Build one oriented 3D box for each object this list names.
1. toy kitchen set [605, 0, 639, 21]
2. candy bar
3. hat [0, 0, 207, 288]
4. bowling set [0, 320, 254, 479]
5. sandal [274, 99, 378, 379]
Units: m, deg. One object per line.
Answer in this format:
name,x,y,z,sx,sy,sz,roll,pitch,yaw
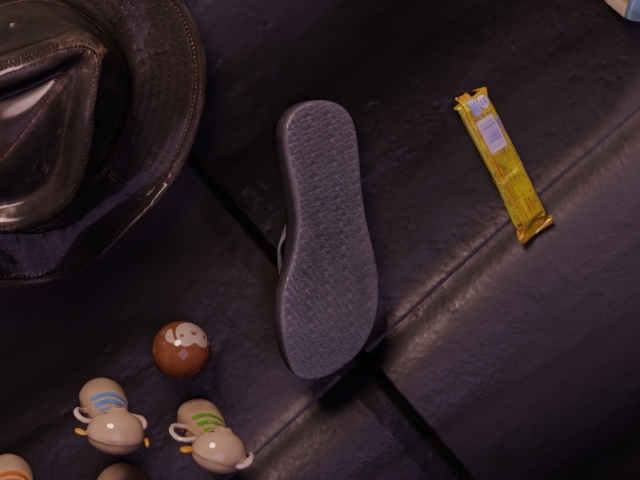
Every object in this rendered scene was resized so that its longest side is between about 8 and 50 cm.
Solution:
toy kitchen set,0.233,-0.287,1.283,0.207,0.122,0.166,9,107,-12
candy bar,0.173,-0.071,1.375,0.040,0.018,0.161,-32,108,-9
hat,-0.242,-0.106,1.167,0.331,0.134,0.331,-3,104,-13
bowling set,-0.151,0.178,1.277,0.287,0.154,0.200,9,101,-17
sandal,0.001,-0.001,1.336,0.097,0.054,0.254,0,94,-22
